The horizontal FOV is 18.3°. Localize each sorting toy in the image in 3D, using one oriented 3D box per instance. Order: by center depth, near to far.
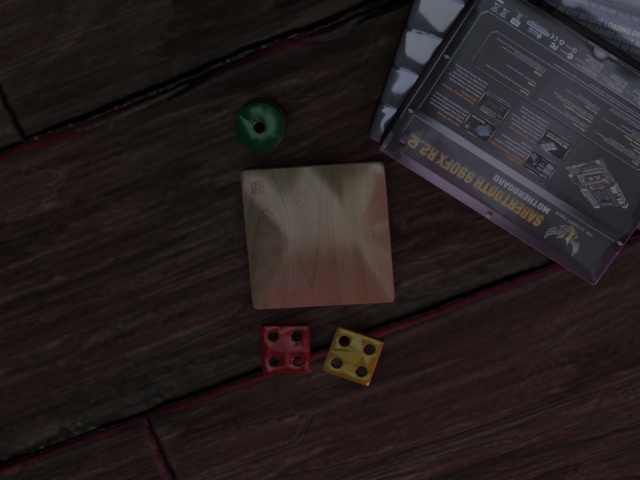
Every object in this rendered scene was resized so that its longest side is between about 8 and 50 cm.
[{"bbox_3d":[0.000,0.000,1.839,0.132,0.046,0.274,-4,104,6],"label":"sorting toy"}]

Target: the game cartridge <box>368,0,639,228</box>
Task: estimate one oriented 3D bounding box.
[{"bbox_3d":[0.244,-0.144,1.768,0.355,0.068,0.230,19,104,0],"label":"game cartridge"}]

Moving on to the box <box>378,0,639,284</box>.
[{"bbox_3d":[0.195,-0.098,1.729,0.231,0.056,0.183,32,109,-3],"label":"box"}]
